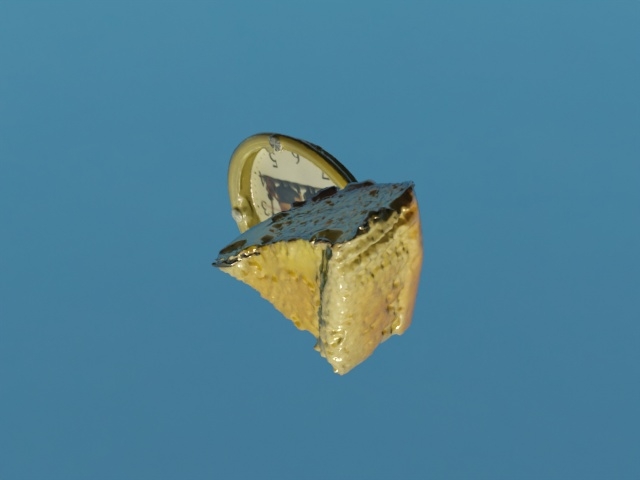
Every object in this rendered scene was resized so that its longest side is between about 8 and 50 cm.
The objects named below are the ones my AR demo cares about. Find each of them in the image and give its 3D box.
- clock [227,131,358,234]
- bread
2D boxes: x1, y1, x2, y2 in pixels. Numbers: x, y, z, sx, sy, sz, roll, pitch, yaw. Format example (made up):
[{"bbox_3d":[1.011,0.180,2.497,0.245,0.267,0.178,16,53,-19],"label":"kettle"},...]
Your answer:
[{"bbox_3d":[-0.005,-0.022,1.537,0.237,0.237,0.057,38,-127,22],"label":"clock"},{"bbox_3d":[0.000,0.000,1.225,0.160,0.169,0.140,34,-128,27],"label":"bread"}]
